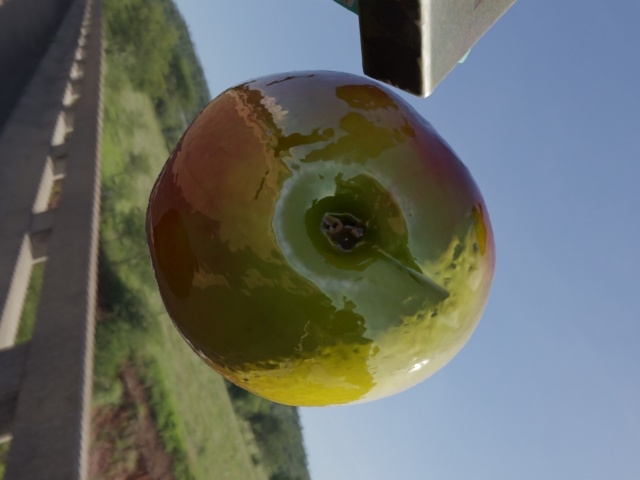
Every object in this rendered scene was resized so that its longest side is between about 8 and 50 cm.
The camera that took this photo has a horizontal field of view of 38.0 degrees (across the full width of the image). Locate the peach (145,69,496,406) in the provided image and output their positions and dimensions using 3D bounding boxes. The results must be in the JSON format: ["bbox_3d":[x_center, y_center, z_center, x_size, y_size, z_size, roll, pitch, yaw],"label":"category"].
[{"bbox_3d":[0.000,0.000,0.604,0.231,0.231,0.230,162,-90,-82],"label":"peach"}]

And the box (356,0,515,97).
[{"bbox_3d":[0.123,-0.236,0.463,0.047,0.325,0.180,27,-31,26],"label":"box"}]

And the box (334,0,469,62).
[{"bbox_3d":[0.095,-0.322,1.310,0.229,0.041,0.162,35,21,13],"label":"box"}]
